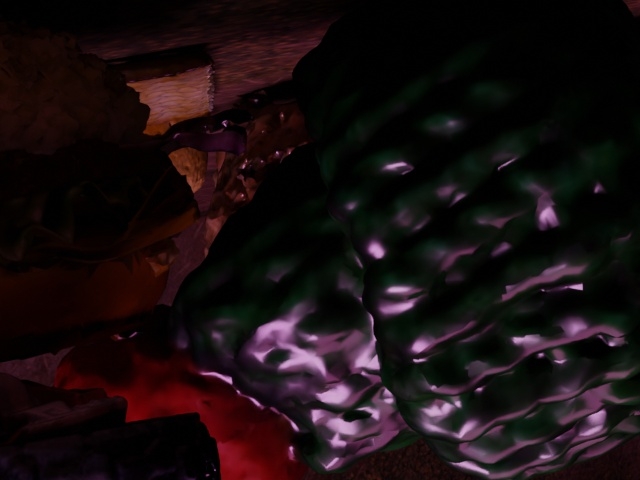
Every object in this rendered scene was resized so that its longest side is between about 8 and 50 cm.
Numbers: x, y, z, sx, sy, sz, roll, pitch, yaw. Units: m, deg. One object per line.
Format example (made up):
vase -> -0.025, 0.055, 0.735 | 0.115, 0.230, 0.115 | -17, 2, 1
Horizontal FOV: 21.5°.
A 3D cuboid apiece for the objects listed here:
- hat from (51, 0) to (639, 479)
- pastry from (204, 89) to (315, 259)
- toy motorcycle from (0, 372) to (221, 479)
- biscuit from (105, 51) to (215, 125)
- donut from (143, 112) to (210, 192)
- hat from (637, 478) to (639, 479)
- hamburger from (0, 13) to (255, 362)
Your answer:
hat -> 0.017, 0.020, 0.774 | 0.332, 0.242, 0.274 | -29, 160, 8
pastry -> 0.000, 0.000, 1.139 | 0.193, 0.275, 0.275 | 27, -175, 8
toy motorcycle -> -0.156, 0.099, 0.628 | 0.171, 0.089, 0.298 | -7, 178, -30
biscuit -> -0.129, -0.078, 0.974 | 0.139, 0.016, 0.231 | -10, 179, -3
donut -> -0.146, -0.053, 1.160 | 0.152, 0.058, 0.152 | -8, 178, 0
hat -> 0.195, -0.042, 0.537 | 0.209, 0.238, 0.336 | -7, -163, 44
hamburger -> -0.161, -0.016, 0.662 | 0.261, 0.139, 0.243 | -9, 179, -20
